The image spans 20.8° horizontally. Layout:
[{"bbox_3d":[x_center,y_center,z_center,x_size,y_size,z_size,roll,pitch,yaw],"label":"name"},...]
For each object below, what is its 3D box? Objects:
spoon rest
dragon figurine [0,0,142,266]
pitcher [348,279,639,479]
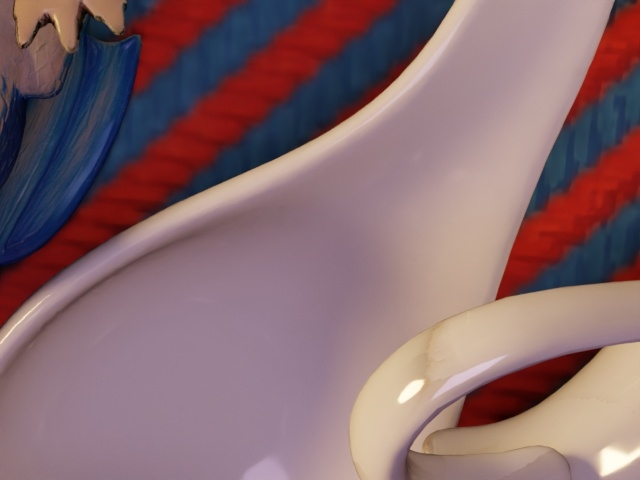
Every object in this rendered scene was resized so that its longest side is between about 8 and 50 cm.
[{"bbox_3d":[0.000,0.000,0.464,0.137,0.084,0.276,25,99,-25],"label":"spoon rest"},{"bbox_3d":[-0.099,-0.041,0.465,0.085,0.144,0.289,28,81,-2],"label":"dragon figurine"},{"bbox_3d":[0.120,0.035,0.436,0.207,0.178,0.125,-29,55,10],"label":"pitcher"}]
